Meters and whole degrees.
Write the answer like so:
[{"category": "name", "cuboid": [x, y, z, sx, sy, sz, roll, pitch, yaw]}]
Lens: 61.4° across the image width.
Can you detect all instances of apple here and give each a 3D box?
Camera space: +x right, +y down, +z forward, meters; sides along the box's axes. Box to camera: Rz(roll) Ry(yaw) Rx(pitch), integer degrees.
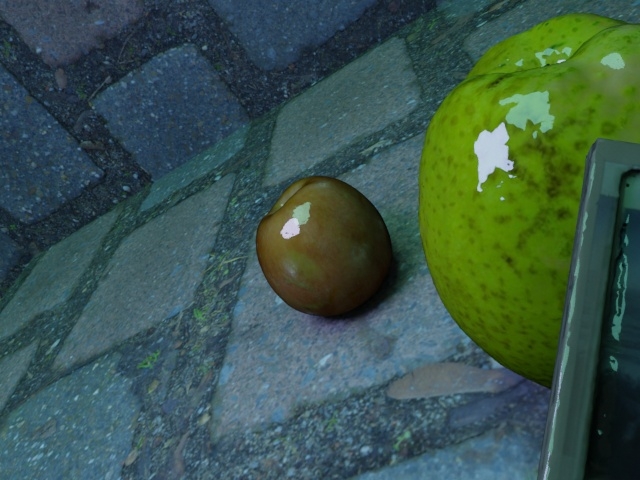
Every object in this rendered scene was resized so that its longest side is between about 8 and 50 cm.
[{"category": "apple", "cuboid": [0.000, 0.000, 0.937, 0.253, 0.254, 0.254, -28, 30, 18]}]

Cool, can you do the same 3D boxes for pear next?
[{"category": "pear", "cuboid": [0.272, -0.040, 0.544, 0.390, 0.391, 0.391, -28, 30, 18]}]

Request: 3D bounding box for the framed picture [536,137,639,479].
[{"category": "framed picture", "cuboid": [0.346, 0.124, 0.260, 0.445, 0.028, 0.326, 12, 69, 17]}]
